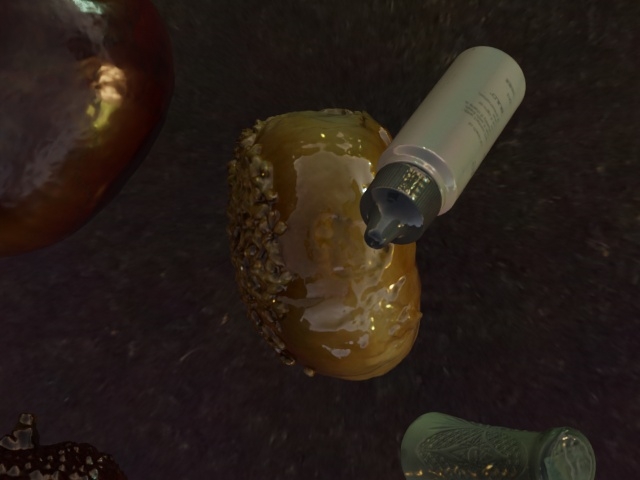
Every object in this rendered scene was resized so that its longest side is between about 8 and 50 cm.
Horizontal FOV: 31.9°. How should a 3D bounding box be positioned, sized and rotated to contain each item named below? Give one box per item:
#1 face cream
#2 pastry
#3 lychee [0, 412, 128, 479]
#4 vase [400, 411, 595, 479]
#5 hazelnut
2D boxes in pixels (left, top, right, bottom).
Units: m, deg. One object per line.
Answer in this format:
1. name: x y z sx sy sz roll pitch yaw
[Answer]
1. face cream: 0.121 -0.091 1.157 0.092 0.311 0.092 18 134 20
2. pastry: 0.000 0.000 1.531 0.245 0.409 0.409 -11 92 1
3. lychee: -0.349 0.353 1.300 0.275 0.276 0.304 -6 71 3
4. vase: 0.185 0.230 1.169 0.096 0.219 0.096 5 81 -31
5. hazelnut: -0.401 -0.198 1.404 0.429 0.402 0.402 -41 91 20
